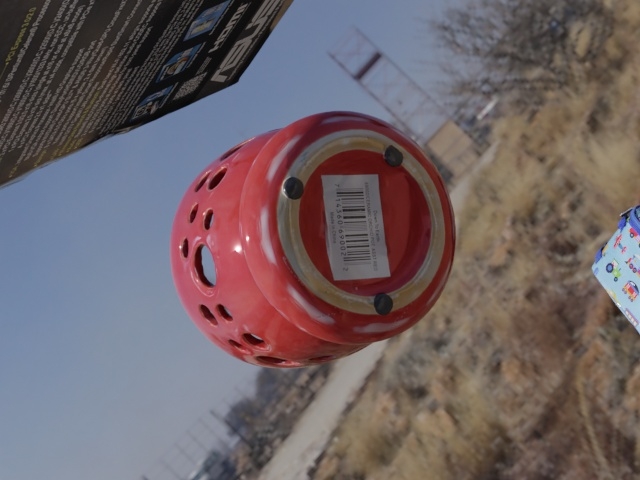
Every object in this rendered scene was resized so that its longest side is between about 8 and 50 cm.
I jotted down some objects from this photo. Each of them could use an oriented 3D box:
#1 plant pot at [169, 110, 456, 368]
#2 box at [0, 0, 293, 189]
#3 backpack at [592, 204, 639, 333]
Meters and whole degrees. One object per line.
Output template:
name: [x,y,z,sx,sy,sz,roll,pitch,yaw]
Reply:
plant pot: [0.000,0.000,0.824,0.191,0.191,0.174,-44,11,-25]
box: [-0.070,-0.135,0.273,0.318,0.097,0.395,-36,-6,-41]
backpack: [0.393,0.010,1.132,0.117,0.158,0.173,0,-43,-32]
